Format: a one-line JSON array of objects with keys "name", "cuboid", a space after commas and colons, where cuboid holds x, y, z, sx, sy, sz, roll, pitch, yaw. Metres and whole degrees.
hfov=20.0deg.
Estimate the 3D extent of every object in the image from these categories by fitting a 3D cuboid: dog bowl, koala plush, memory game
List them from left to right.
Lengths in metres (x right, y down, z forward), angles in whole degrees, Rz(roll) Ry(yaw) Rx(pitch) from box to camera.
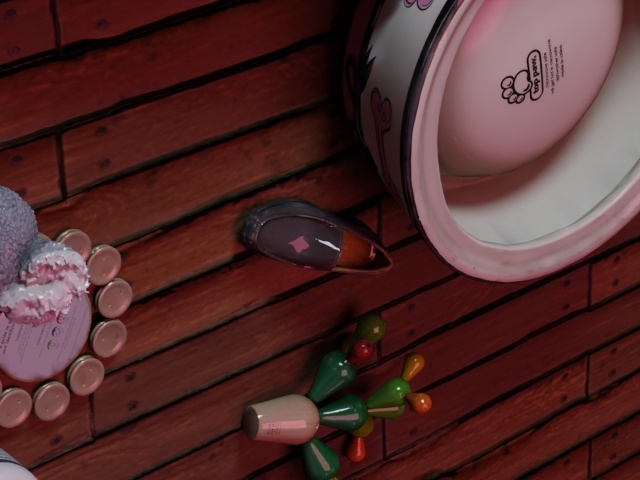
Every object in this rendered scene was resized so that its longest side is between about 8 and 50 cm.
[{"name": "koala plush", "cuboid": [-0.303, 0.033, 1.364, 0.221, 0.196, 0.203, -40, 151, -22]}, {"name": "memory game", "cuboid": [-0.240, 0.076, 1.558, 0.186, 0.012, 0.186, -21, 124, -34]}, {"name": "dog bowl", "cuboid": [0.195, -0.172, 1.700, 0.408, 0.150, 0.408, -23, 131, -29]}]

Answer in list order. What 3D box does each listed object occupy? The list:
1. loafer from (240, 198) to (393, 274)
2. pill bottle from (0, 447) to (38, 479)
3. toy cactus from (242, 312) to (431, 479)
[{"name": "loafer", "cuboid": [0.000, 0.000, 1.708, 0.170, 0.061, 0.062, 4, 108, -43]}, {"name": "pill bottle", "cuboid": [-0.284, 0.217, 1.466, 0.108, 0.180, 0.108, -21, 124, -34]}, {"name": "toy cactus", "cuboid": [0.012, 0.182, 1.797, 0.180, 0.112, 0.219, -2, 120, -32]}]
